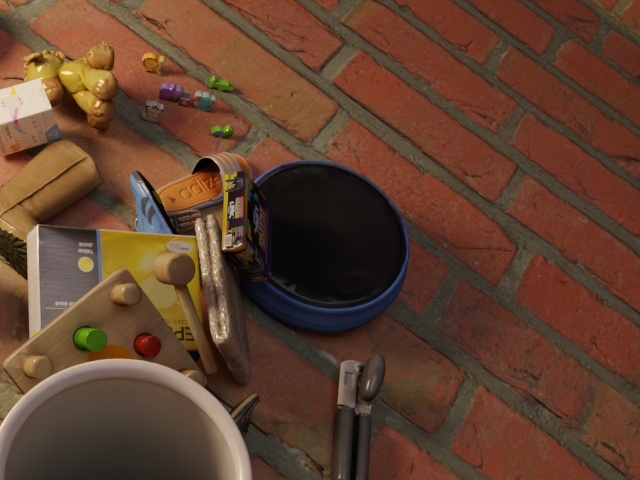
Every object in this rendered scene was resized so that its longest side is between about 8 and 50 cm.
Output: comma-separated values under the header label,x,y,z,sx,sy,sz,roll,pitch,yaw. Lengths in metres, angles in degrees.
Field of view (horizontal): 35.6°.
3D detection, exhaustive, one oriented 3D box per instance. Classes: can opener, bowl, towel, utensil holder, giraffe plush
label,x,y,z,sx,sy,sz,roll,pitch,yaw
can opener,0.067,0.339,1.883,0.074,0.093,0.280,20,52,-16
bowl,0.000,0.000,2.066,0.391,0.077,0.391,8,58,-12
towel,-0.182,0.107,1.857,0.049,0.187,0.282,-14,58,3
utensil holder,-0.288,0.403,1.374,0.327,0.385,0.328,9,49,-11
giraffe plush,-0.517,-0.331,2.035,0.170,0.181,0.210,-2,48,-22

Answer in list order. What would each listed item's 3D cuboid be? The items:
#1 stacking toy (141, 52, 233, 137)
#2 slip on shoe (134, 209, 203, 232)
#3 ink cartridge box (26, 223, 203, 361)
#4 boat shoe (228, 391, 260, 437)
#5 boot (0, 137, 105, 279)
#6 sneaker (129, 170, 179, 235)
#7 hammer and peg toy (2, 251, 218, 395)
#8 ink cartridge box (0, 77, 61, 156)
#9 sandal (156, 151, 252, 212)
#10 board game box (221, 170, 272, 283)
label,x,y,z,sx,sy,sz,roll,pitch,yaw
stacking toy,-0.294,-0.323,2.223,0.221,0.052,0.167,13,50,-22
slip on shoe,-0.305,-0.036,1.999,0.135,0.041,0.051,-11,86,-16
ink cartridge box,-0.355,0.132,1.751,0.303,0.072,0.307,5,66,-32
boat shoe,-0.154,0.335,1.784,0.049,0.056,0.152,44,56,1
boot,-0.498,-0.060,1.874,0.236,0.089,0.269,40,45,4
sneaker,-0.334,-0.034,1.935,0.209,0.082,0.069,62,6,6
hammer and peg toy,-0.303,0.190,1.650,0.361,0.127,0.266,-41,108,-28
ink cartridge box,-0.590,-0.234,1.928,0.143,0.092,0.090,-21,58,-14
sandal,-0.231,-0.125,2.084,0.102,0.076,0.265,48,47,11
board game box,-0.138,-0.025,1.907,0.048,0.141,0.170,-12,58,17
